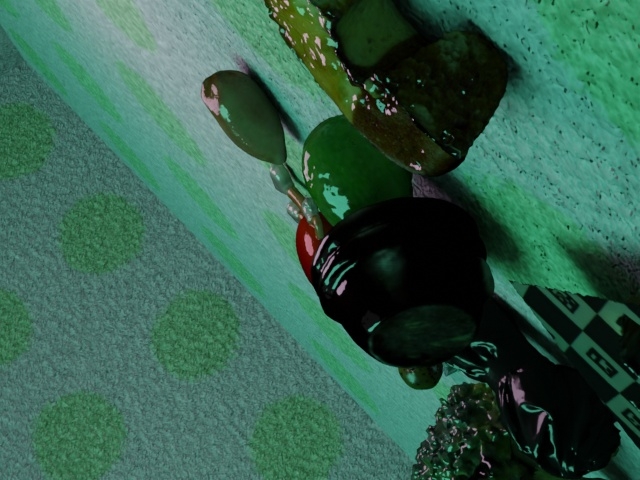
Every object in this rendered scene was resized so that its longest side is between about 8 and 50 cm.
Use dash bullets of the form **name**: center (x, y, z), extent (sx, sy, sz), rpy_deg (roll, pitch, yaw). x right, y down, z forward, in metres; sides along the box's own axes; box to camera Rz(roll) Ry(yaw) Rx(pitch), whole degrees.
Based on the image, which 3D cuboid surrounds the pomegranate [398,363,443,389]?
- **pomegranate**: center (0.165, 0.202, 1.649), extent (0.084, 0.073, 0.073), rpy_deg (13, -173, -27)

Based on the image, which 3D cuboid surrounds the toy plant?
- **toy plant**: center (0.068, 0.001, 1.062), extent (0.218, 0.175, 0.235), rpy_deg (51, -164, -49)

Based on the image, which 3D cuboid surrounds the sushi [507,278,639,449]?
- **sushi**: center (0.310, 0.132, 0.818), extent (0.292, 0.059, 0.294), rpy_deg (51, 169, -12)

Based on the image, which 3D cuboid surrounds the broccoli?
- **broccoli**: center (0.248, 0.335, 1.310), extent (0.281, 0.293, 0.348), rpy_deg (8, 175, 6)

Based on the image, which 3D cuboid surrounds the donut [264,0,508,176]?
- **donut**: center (0.048, -0.145, 0.795), extent (0.217, 0.085, 0.141), rpy_deg (47, 170, 8)

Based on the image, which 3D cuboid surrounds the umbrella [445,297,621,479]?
- **umbrella**: center (0.196, 0.121, 1.167), extent (0.340, 0.118, 0.118), rpy_deg (52, 173, 33)

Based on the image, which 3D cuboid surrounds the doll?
- **doll**: center (0.000, 0.000, 1.529), extent (0.217, 0.085, 0.183), rpy_deg (62, 177, 34)

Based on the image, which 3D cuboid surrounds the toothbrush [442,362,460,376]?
- **toothbrush**: center (0.182, 0.129, 1.420), extent (0.030, 0.030, 0.304), rpy_deg (44, 166, 21)

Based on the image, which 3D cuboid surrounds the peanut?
- **peanut**: center (-0.091, -0.156, 1.339), extent (0.152, 0.076, 0.076), rpy_deg (47, 171, -24)
